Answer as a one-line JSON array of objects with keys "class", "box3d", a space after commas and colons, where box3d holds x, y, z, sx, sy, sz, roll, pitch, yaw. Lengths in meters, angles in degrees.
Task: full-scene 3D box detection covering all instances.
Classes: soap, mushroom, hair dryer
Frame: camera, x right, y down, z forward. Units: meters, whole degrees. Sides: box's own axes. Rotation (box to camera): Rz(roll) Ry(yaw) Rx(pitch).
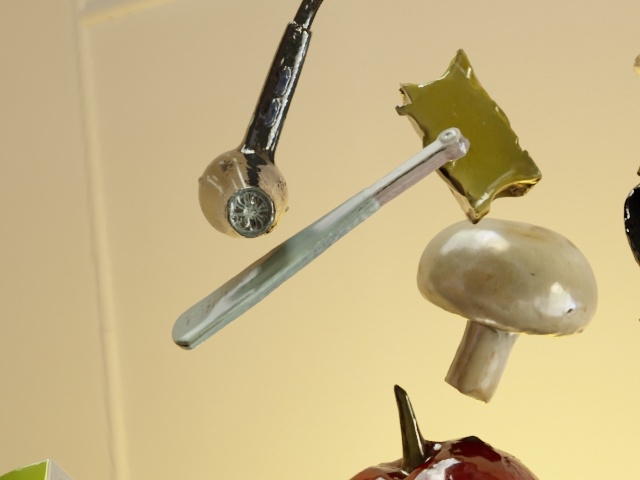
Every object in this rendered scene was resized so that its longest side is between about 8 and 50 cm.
[{"class": "soap", "box3d": [0.133, -0.088, 1.123, 0.076, 0.233, 0.135, -31, -93, 7]}, {"class": "mushroom", "box3d": [0.201, 0.081, 1.395, 0.207, 0.207, 0.215, 22, -81, 32]}, {"class": "hair dryer", "box3d": [-0.032, -0.103, 0.928, 0.075, 0.195, 0.219, 19, -86, -8]}]

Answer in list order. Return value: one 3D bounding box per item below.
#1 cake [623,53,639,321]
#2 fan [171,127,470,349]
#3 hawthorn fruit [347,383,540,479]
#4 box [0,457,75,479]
[{"class": "cake", "box3d": [0.383, -0.046, 1.014, 0.332, 0.332, 0.321, 35, -82, 29]}, {"class": "fan", "box3d": [0.000, 0.000, 0.970, 0.282, 0.057, 0.023, -35, -69, 5]}, {"class": "hawthorn fruit", "box3d": [0.120, 0.312, 1.187, 0.285, 0.285, 0.369, -14, -81, 34]}, {"class": "box", "box3d": [-0.189, 0.330, 1.048, 0.062, 0.260, 0.175, -23, -140, 14]}]
